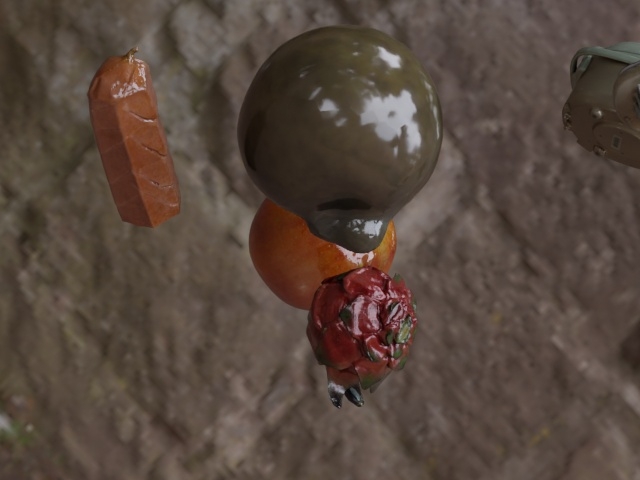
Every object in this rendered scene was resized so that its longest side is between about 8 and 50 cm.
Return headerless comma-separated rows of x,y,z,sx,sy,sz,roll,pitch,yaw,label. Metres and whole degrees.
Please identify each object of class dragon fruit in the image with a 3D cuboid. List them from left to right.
0.045,0.090,1.633,0.130,0.142,0.121,-3,49,-31,dragon fruit

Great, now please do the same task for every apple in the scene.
0.000,0.000,1.769,0.163,0.139,0.163,29,47,-36,apple

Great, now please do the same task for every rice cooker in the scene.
0.400,-0.164,1.988,0.206,0.127,0.145,20,-29,25,rice cooker

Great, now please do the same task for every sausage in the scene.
-0.164,-0.091,1.384,0.065,0.065,0.169,-117,-168,-48,sausage

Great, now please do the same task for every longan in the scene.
0.019,-0.089,1.405,0.159,0.184,0.204,165,-86,-79,longan

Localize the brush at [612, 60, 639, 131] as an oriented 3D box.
0.418,-0.165,1.393,0.065,0.327,0.070,-94,158,-52,brush
